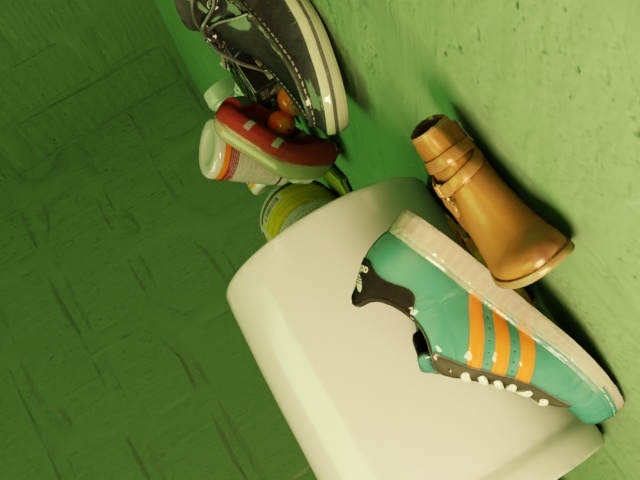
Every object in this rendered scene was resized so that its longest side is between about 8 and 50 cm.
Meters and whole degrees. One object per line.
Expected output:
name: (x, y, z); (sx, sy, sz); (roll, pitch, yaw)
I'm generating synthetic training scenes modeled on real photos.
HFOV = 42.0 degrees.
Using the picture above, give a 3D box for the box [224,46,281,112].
box: (-0.121, -0.325, 1.639); (0.147, 0.077, 0.180); (58, 175, 16)

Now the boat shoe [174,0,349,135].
boat shoe: (-0.122, -0.338, 1.201); (0.500, 0.156, 0.187); (56, 172, 15)

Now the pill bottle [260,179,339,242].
pill bottle: (0.000, 0.000, 1.749); (0.188, 0.188, 0.334); (62, 174, -27)

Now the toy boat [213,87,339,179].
toy boat: (-0.066, -0.212, 1.495); (0.231, 0.151, 0.151); (33, -158, 10)

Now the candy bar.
candy bar: (0.183, 0.026, 0.894); (0.161, 0.018, 0.040); (40, -170, -34)

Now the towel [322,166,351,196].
towel: (0.015, -0.145, 1.730); (0.102, 0.021, 0.237); (56, 177, -40)

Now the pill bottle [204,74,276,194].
pill bottle: (-0.164, -0.260, 2.008); (0.272, 0.152, 0.152); (59, 175, 3)

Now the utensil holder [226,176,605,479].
utensil holder: (0.100, 0.162, 1.036); (0.385, 0.327, 0.327); (59, 175, 16)

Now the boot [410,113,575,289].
boot: (0.145, -0.042, 0.762); (0.152, 0.073, 0.197); (55, 179, -13)

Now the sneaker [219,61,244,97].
sneaker: (-0.136, -0.311, 1.776); (0.212, 0.094, 0.080); (58, 173, 4)

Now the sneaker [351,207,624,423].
sneaker: (0.164, 0.105, 0.851); (0.302, 0.121, 0.108); (39, -179, -2)

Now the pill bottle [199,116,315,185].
pill bottle: (-0.120, -0.172, 1.655); (0.121, 0.221, 0.121); (-13, 75, 62)
